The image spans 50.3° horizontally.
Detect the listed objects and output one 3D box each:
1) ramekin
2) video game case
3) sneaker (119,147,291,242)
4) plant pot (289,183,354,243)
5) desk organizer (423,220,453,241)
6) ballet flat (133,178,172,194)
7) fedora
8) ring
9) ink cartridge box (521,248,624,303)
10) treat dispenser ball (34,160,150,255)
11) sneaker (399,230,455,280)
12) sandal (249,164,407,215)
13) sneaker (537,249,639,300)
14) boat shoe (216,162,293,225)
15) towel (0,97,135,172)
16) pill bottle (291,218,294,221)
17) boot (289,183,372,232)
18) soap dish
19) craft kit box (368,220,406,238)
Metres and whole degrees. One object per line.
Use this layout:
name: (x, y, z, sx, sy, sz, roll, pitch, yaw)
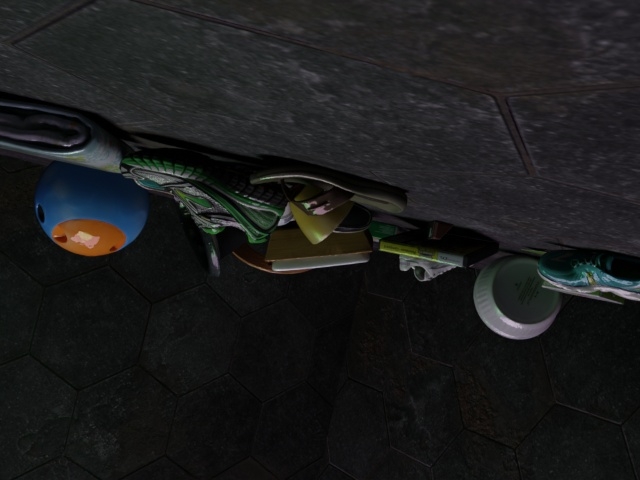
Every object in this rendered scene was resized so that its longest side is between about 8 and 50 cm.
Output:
ramekin: (0.623, 0.167, 2.129, 0.273, 0.272, 0.127, 13, 166, 4)
video game case: (0.328, 0.017, 1.871, 0.248, 0.035, 0.275, 11, -167, 30)
sneaker: (-0.242, -0.089, 1.360, 0.344, 0.146, 0.134, 20, -165, 2)
plant pot: (-0.008, -0.074, 1.384, 0.095, 0.134, 0.134, 40, 171, -13)
desk organizer: (0.304, -0.021, 1.763, 0.050, 0.047, 0.130, 10, 178, 0)
ballet flat: (-0.309, -0.148, 1.658, 0.316, 0.107, 0.106, 21, -167, -33)
fedora: (-0.305, -0.066, 1.954, 0.153, 0.334, 0.334, -22, -170, -18)
ring: (-0.134, -0.009, 2.112, 0.337, 0.032, 0.336, 8, -141, -6)
ink cartridge box: (0.691, 0.096, 1.871, 0.255, 0.097, 0.189, 13, 178, -36)
treat dispenser ball: (-0.600, -0.102, 1.802, 0.288, 0.288, 0.288, 13, 178, 0)
sneaker: (0.373, 0.064, 2.216, 0.305, 0.152, 0.114, 12, 176, -29)
sandal: (0.015, -0.082, 1.274, 0.303, 0.086, 0.120, 13, 178, -8)
sneaker: (0.637, 0.059, 1.559, 0.275, 0.107, 0.110, 6, 156, 28)
boat shoe: (-0.168, -0.124, 1.478, 0.258, 0.095, 0.084, 23, 144, 17)
towel: (-0.575, -0.217, 1.345, 0.375, 0.090, 0.320, 13, -179, 0)
pill bottle: (-0.146, -0.093, 2.310, 0.120, 0.067, 0.067, 13, 178, -10)
boot: (0.019, -0.073, 1.576, 0.237, 0.085, 0.178, 14, 176, -7)
soap dish: (0.000, 0.000, 1.909, 0.291, 0.118, 0.229, -5, -171, 6)
craft kit box: (0.159, -0.033, 2.270, 0.250, 0.060, 0.247, 12, -179, 21)
